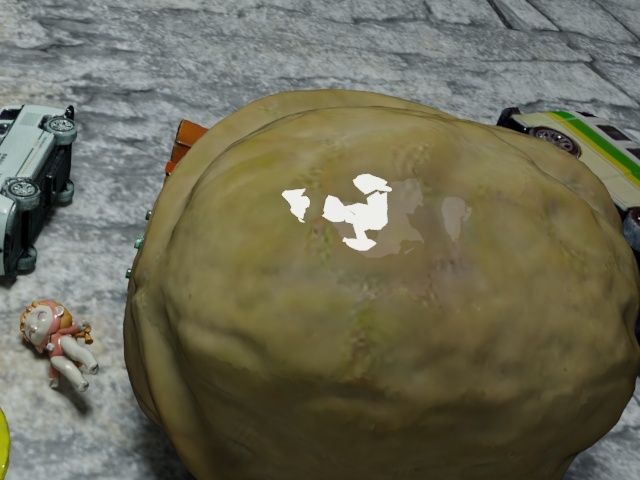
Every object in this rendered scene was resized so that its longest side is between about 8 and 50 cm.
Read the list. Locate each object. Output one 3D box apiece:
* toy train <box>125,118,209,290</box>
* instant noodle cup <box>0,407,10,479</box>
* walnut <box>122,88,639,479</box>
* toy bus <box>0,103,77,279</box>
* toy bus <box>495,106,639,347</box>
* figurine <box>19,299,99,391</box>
[{"bbox_3d":[-0.124,-0.017,1.181,0.074,0.118,0.176,15,33,-1],"label":"toy train"},{"bbox_3d":[-0.293,0.170,0.823,0.182,0.144,0.182,12,37,-9],"label":"instant noodle cup"},{"bbox_3d":[0.042,0.057,0.966,0.381,0.381,0.381,13,35,-9],"label":"walnut"},{"bbox_3d":[-0.277,-0.048,1.183,0.089,0.087,0.194,12,35,1],"label":"toy bus"},{"bbox_3d":[0.310,-0.003,1.351,0.179,0.143,0.305,-11,43,-39],"label":"toy bus"},{"bbox_3d":[-0.203,0.086,1.059,0.047,0.064,0.109,22,12,-41],"label":"figurine"}]
